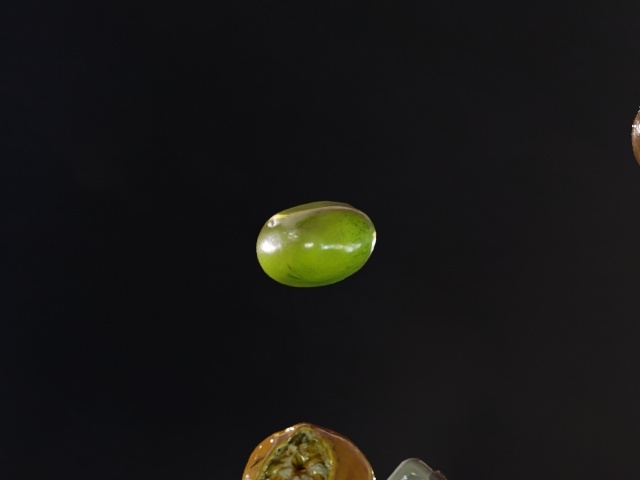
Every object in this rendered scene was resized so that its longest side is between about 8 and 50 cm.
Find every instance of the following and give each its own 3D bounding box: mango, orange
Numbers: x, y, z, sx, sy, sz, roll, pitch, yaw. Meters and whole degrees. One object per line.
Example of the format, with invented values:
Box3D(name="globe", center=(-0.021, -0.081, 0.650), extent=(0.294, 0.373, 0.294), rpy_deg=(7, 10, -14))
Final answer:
Box3D(name="mango", center=(-0.007, 0.001, 2.053), extent=(0.117, 0.089, 0.163), rpy_deg=(-5, 173, -6))
Box3D(name="orange", center=(-0.015, 0.276, 2.244), extent=(0.155, 0.134, 0.154), rpy_deg=(-6, -141, 5))

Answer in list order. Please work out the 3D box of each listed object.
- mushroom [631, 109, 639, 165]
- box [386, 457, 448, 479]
Box3D(name="mushroom", center=(0.277, -0.067, 1.383), extent=(0.109, 0.085, 0.126), rpy_deg=(36, 160, 21))
Box3D(name="box", center=(0.101, 0.327, 2.111), extent=(0.124, 0.172, 0.093), rpy_deg=(42, -171, 25))
